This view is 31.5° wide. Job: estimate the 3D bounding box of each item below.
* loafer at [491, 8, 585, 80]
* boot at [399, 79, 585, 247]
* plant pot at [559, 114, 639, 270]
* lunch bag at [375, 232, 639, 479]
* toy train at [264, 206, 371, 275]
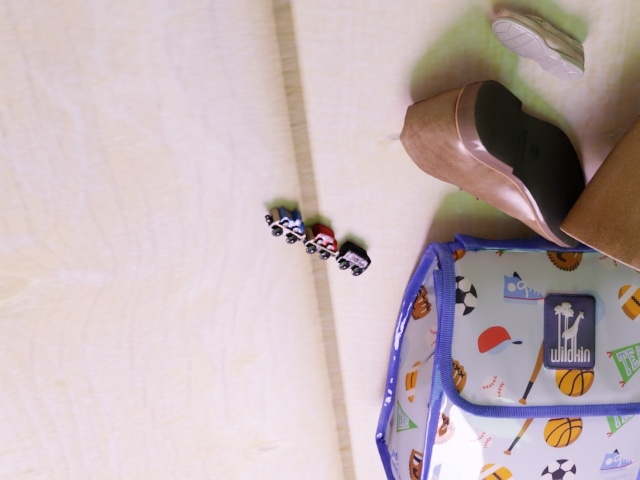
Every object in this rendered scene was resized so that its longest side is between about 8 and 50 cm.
[{"bbox_3d":[0.225,-0.208,1.169,0.125,0.039,0.045,27,157,-31],"label":"loafer"},{"bbox_3d":[0.202,-0.081,1.270,0.115,0.112,0.305,-5,152,39],"label":"boot"},{"bbox_3d":[0.415,-0.078,1.205,0.237,0.237,0.254,18,101,-28],"label":"plant pot"},{"bbox_3d":[0.263,0.172,1.435,0.328,0.239,0.385,1,119,-13],"label":"lunch bag"},{"bbox_3d":[0.000,0.000,1.334,0.158,0.027,0.036,27,121,-34],"label":"toy train"}]
